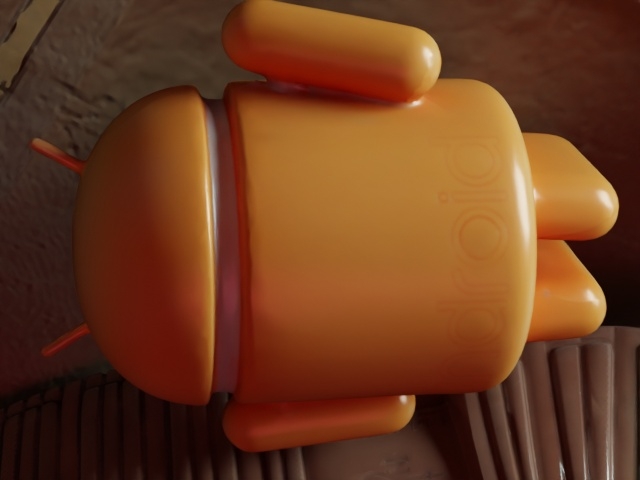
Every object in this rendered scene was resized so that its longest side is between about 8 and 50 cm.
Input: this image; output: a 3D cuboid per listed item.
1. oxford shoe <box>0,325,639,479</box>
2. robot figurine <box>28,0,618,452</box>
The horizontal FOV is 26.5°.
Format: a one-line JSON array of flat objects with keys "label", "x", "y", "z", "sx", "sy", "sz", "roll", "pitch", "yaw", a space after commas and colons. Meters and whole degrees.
[{"label": "oxford shoe", "x": -0.005, "y": 0.143, "z": 0.626, "sx": 0.397, "sy": 0.140, "sz": 0.146, "roll": -4, "pitch": 145, "yaw": 5}, {"label": "robot figurine", "x": 0.000, "y": -0.002, "z": 0.529, "sx": 0.219, "sy": 0.128, "sz": 0.158, "roll": -2, "pitch": 152, "yaw": -8}]
